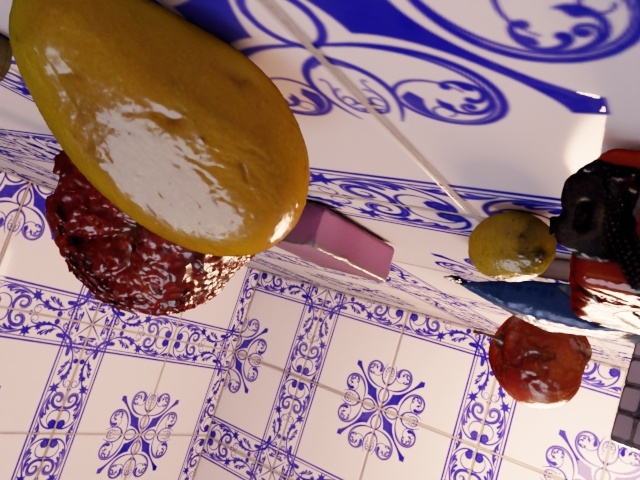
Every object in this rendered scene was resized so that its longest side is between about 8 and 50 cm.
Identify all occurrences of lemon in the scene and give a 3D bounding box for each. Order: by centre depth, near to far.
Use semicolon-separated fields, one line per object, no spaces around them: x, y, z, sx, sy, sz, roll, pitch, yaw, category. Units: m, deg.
0.215;0.007;0.667;0.082;0.082;0.111;22;167;-30;lemon

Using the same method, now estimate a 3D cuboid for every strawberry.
-0.183;-0.027;0.683;0.274;0.274;0.220;21;-164;-23;strawberry

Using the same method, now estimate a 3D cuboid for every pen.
0.347;0.043;0.806;0.233;0.032;0.040;9;-168;44;pen

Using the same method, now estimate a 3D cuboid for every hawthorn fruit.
0.498;0.268;1.412;0.272;0.241;0.242;24;173;8;hawthorn fruit

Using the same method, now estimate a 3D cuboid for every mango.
-0.116;-0.088;0.481;0.176;0.119;0.317;-23;136;24;mango

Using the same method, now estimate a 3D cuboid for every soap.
0.000;-0.002;1.083;0.181;0.081;0.259;12;172;39;soap

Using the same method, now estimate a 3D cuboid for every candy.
0.364;0.097;0.841;0.331;0.077;0.187;7;172;41;candy

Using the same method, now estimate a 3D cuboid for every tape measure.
0.322;0.029;0.462;0.260;0.114;0.253;14;172;24;tape measure

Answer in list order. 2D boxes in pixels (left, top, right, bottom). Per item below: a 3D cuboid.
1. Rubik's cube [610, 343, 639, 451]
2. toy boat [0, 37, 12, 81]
0.620;0.242;0.852;0.237;0.238;0.237;21;172;-11;Rubik's cube
-0.408;-0.195;0.661;0.206;0.072;0.064;9;167;42;toy boat
